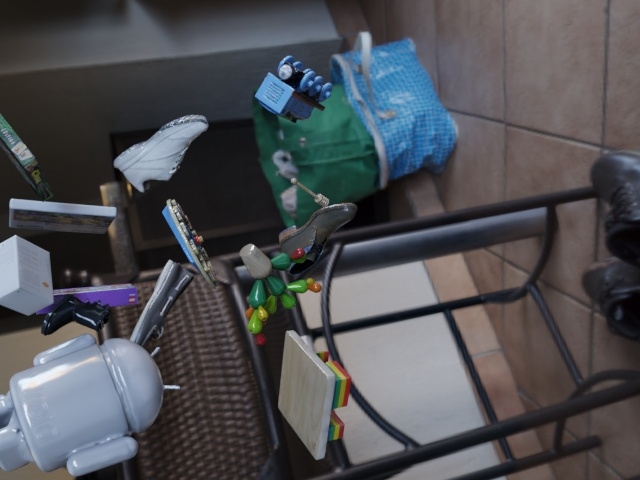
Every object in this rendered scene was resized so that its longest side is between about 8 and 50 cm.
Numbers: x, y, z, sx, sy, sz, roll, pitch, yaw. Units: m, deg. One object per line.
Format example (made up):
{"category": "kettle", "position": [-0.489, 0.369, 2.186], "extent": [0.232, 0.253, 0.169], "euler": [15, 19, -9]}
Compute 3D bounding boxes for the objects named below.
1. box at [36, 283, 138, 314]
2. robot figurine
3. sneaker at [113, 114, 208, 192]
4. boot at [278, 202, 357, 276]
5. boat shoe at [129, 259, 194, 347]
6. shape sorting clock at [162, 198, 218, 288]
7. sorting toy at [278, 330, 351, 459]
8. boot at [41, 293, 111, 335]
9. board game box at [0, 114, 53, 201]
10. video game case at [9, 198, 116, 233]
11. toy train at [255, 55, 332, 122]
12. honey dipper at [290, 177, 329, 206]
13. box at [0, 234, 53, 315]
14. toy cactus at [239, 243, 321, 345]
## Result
{"category": "box", "position": [-0.731, 0.180, 2.112], "extent": [0.201, 0.293, 0.057], "euler": [-178, 84, -69]}
{"category": "robot figurine", "position": [-0.463, 0.317, 1.325], "extent": [0.300, 0.353, 0.200], "euler": [55, 153, 31]}
{"category": "sneaker", "position": [-0.415, -0.240, 1.831], "extent": [0.129, 0.297, 0.111], "euler": [57, -158, -14]}
{"category": "boot", "position": [0.000, 0.000, 1.539], "extent": [0.219, 0.082, 0.106], "euler": [-28, 53, 31]}
{"category": "boat shoe", "position": [-0.454, 0.200, 1.939], "extent": [0.112, 0.095, 0.335], "euler": [-51, 17, 47]}
{"category": "shape sorting clock", "position": [-0.260, 0.006, 1.387], "extent": [0.206, 0.040, 0.206], "euler": [57, 174, 9]}
{"category": "sorting toy", "position": [-0.015, 0.413, 1.855], "extent": [0.255, 0.089, 0.257], "euler": [38, 127, 55]}
{"category": "boot", "position": [-0.488, 0.159, 1.359], "extent": [0.121, 0.099, 0.045], "euler": [-68, -3, -56]}
{"category": "board game box", "position": [-0.579, -0.197, 1.223], "extent": [0.260, 0.030, 0.136], "euler": [48, 161, 14]}
{"category": "video game case", "position": [-0.547, -0.049, 1.428], "extent": [0.183, 0.201, 0.023], "euler": [155, 116, -63]}
{"category": "toy train", "position": [-0.046, -0.280, 1.286], "extent": [0.080, 0.105, 0.184], "euler": [39, -168, 15]}
{"category": "honey dipper", "position": [-0.035, -0.148, 2.047], "extent": [0.160, 0.030, 0.030], "euler": [33, -157, -41]}
{"category": "box", "position": [-0.809, 0.096, 1.832], "extent": [0.130, 0.091, 0.170], "euler": [46, -158, -56]}
{"category": "toy cactus", "position": [-0.097, 0.084, 1.353], "extent": [0.112, 0.219, 0.180], "euler": [12, 146, 47]}
